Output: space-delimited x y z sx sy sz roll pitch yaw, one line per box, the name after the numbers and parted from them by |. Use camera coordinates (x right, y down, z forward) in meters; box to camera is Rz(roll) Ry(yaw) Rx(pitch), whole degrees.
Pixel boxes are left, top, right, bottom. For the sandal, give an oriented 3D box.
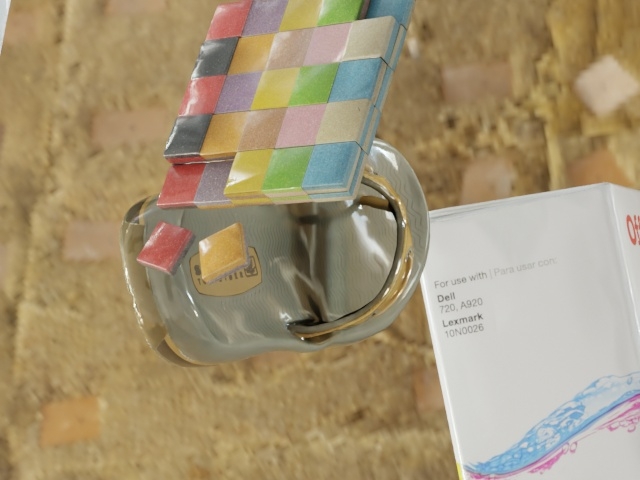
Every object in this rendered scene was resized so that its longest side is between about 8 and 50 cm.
0.000 0.000 0.605 0.049 0.180 0.072 -21 -93 28 | sandal

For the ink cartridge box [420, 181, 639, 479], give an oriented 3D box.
0.156 0.112 1.056 0.117 0.201 0.278 -12 -95 19 | ink cartridge box

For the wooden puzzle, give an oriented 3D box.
-0.008 -0.029 0.377 0.049 0.006 0.083 -3 -122 36 | wooden puzzle

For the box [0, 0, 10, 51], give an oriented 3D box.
-0.312 -0.187 0.833 0.345 0.168 0.215 10 -88 -22 | box
